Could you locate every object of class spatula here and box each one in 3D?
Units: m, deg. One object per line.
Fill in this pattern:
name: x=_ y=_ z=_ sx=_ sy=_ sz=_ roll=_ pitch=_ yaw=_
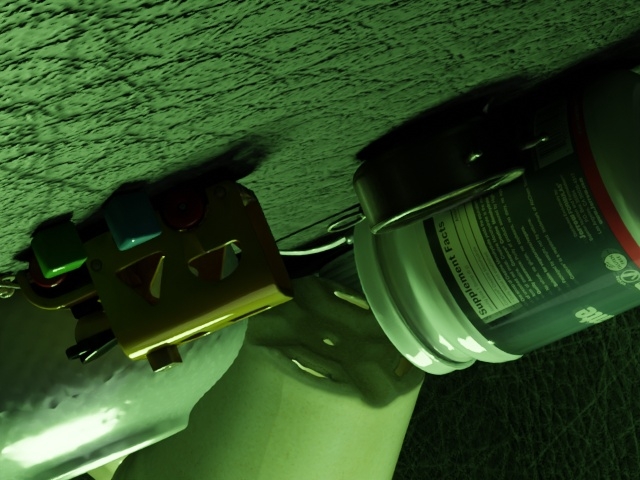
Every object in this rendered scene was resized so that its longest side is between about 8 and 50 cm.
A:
spatula: x=0.000 y=0.000 z=1.635 sx=0.296 sy=0.030 sz=0.084 roll=-24 pitch=175 yaw=6

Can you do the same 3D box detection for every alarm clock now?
alarm clock: x=0.076 y=-0.047 z=1.341 sx=0.192 sy=0.064 sz=0.129 roll=-30 pitch=171 yaw=36

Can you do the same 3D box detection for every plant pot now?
plant pot: x=-0.038 y=0.218 z=1.923 sx=0.333 sy=0.334 sz=0.305 roll=-16 pitch=136 yaw=-50

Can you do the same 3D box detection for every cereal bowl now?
cereal bowl: x=-0.206 y=0.118 z=1.395 sx=0.339 sy=0.141 sz=0.339 roll=-23 pitch=175 yaw=-2

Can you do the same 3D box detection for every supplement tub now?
supplement tub: x=0.185 y=-0.010 z=1.459 sx=0.272 sy=0.191 sz=0.191 roll=-26 pitch=173 yaw=28

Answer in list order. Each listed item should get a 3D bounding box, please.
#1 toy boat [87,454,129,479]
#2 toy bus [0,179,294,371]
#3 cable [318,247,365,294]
toy boat: x=-0.265 y=0.213 z=2.160 sx=0.151 sy=0.151 sz=0.231 roll=-52 pitch=-176 yaw=-20
toy bus: x=-0.118 y=0.036 z=1.164 sx=0.191 sy=0.104 sz=0.202 roll=-18 pitch=172 yaw=-38
cable: x=0.123 y=0.029 z=2.084 sx=0.257 sy=0.089 sz=0.257 roll=-26 pitch=174 yaw=21
